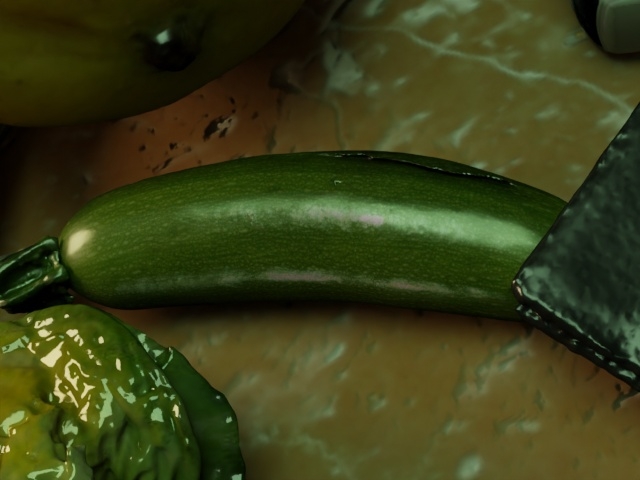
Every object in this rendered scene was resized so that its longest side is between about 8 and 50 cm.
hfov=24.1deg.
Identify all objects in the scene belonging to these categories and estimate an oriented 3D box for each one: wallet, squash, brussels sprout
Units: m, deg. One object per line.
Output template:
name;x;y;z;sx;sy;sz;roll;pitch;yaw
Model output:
wallet;0.208;0.039;0.596;0.244;0.025;0.124;32;72;16
squash;0.000;-0.002;0.686;0.318;0.071;0.080;1;41;14
brussels sprout;-0.128;0.097;0.655;0.181;0.100;0.139;-14;55;39

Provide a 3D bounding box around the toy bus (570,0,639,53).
toy bus;0.177;-0.133;0.714;0.123;0.060;0.075;-13;61;8

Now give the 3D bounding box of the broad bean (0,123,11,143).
broad bean;-0.199;-0.061;0.790;0.077;0.061;0.339;-7;58;24

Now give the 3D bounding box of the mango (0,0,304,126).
mango;-0.124;-0.249;0.761;0.301;0.220;0.445;16;48;-16
